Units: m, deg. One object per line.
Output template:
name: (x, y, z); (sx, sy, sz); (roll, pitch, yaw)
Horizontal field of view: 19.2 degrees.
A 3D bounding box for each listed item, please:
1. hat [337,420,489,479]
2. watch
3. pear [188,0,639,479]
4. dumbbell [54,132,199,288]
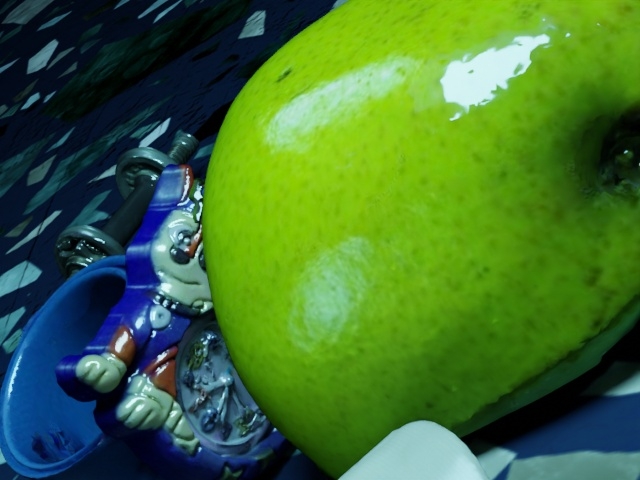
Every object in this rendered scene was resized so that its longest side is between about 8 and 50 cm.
hat: (-0.022, 0.178, 0.998); (0.226, 0.164, 0.219); (-62, 27, -7)
watch: (-0.123, 0.087, 1.278); (0.200, 0.171, 0.196); (-15, 43, 45)
pear: (0.104, -0.057, 1.161); (0.318, 0.238, 0.342); (-27, 22, 43)
dumbbell: (-0.175, -0.016, 1.691); (0.081, 0.081, 0.254); (-16, 28, 41)
